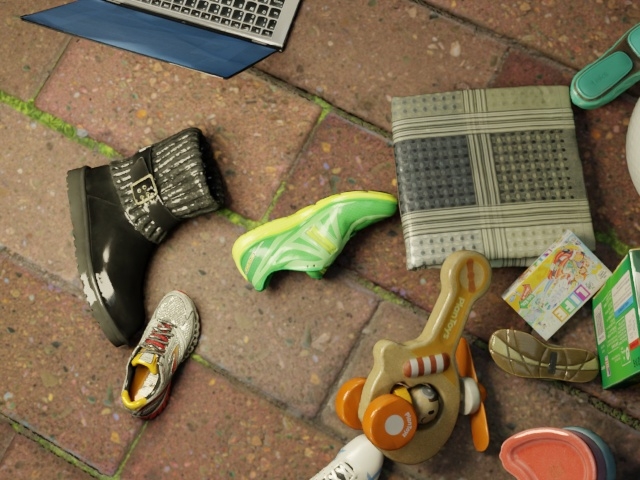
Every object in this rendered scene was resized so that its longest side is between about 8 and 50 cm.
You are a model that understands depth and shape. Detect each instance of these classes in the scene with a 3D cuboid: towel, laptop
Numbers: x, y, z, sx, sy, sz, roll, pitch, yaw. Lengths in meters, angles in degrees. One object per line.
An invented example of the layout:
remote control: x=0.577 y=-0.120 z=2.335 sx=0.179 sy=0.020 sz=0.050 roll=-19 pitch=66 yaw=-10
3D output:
towel: x=0.287 y=-0.106 z=1.753 sx=0.324 sy=0.056 sz=0.312 roll=-4 pitch=74 yaw=-4
laptop: x=-0.242 y=-0.473 z=1.833 sx=0.382 sy=0.236 sz=0.408 roll=18 pitch=80 yaw=11

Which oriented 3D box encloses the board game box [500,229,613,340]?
board game box: x=0.384 y=0.073 z=1.696 sx=0.103 sy=0.026 sz=0.154 roll=43 pitch=94 yaw=-13

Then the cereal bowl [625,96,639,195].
cereal bowl: x=0.673 y=-0.169 z=1.686 sx=0.339 sy=0.141 sz=0.339 roll=-1 pitch=78 yaw=7

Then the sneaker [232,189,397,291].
sneaker: x=0.000 y=0.000 z=1.769 sx=0.295 sy=0.109 sz=0.123 roll=-23 pitch=85 yaw=8

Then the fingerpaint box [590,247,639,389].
fingerpaint box: x=0.602 y=0.111 z=1.474 sx=0.371 sy=0.445 sz=0.163 roll=-6 pitch=78 yaw=6

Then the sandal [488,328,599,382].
sandal: x=0.360 y=0.191 z=1.696 sx=0.180 sy=0.049 sz=0.072 roll=12 pitch=87 yaw=2

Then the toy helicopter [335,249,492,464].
toy helicopter: x=0.195 y=0.188 z=1.660 sx=0.235 sy=0.140 sz=0.355 roll=24 pitch=87 yaw=-22

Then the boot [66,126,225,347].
boot: x=-0.283 y=-0.011 z=1.787 sx=0.260 sy=0.131 sz=0.348 roll=-15 pitch=75 yaw=4

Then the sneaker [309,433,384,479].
sneaker: x=0.014 y=0.406 z=1.675 sx=0.085 sy=0.086 sz=0.237 roll=43 pitch=85 yaw=16

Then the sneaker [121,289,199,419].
sneaker: x=-0.270 y=0.191 z=1.759 sx=0.088 sy=0.093 sz=0.225 roll=15 pitch=79 yaw=11

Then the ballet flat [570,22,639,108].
ballet flat: x=0.522 y=-0.304 z=1.764 sx=0.247 sy=0.087 sz=0.083 roll=-33 pitch=82 yaw=-3

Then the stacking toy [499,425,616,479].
stacking toy: x=0.361 y=0.455 z=1.631 sx=0.279 sy=0.130 sz=0.309 roll=-26 pitch=70 yaw=29
